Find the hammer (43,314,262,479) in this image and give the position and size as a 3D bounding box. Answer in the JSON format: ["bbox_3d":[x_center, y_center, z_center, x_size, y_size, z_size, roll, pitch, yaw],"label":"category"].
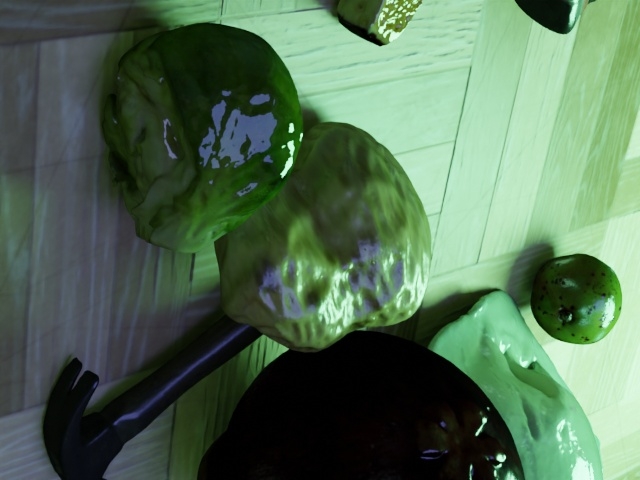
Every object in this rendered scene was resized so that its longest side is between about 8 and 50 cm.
[{"bbox_3d":[-0.072,0.078,1.222,0.440,0.044,0.168,-37,139,-23],"label":"hammer"}]

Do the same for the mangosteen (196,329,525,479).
[{"bbox_3d":[0.028,0.248,1.238,0.306,0.307,0.347,-12,165,-41],"label":"mangosteen"}]

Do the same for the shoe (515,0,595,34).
[{"bbox_3d":[0.254,-0.338,1.216,0.137,0.114,0.291,-29,137,-23],"label":"shoe"}]

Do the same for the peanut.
[{"bbox_3d":[0.000,0.000,1.156,0.233,0.110,0.197,-23,95,-31],"label":"peanut"}]

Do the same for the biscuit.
[{"bbox_3d":[0.081,-0.263,1.138,0.052,0.056,0.188,30,94,-49],"label":"biscuit"}]

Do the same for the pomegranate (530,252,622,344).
[{"bbox_3d":[0.317,0.064,1.577,0.142,0.114,0.115,-38,144,-59],"label":"pomegranate"}]

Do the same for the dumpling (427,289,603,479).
[{"bbox_3d":[0.196,0.219,1.491,0.211,0.270,0.320,-33,165,5],"label":"dumpling"}]

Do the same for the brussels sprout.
[{"bbox_3d":[-0.086,-0.083,1.024,0.145,0.131,0.183,-16,121,-33],"label":"brussels sprout"}]
